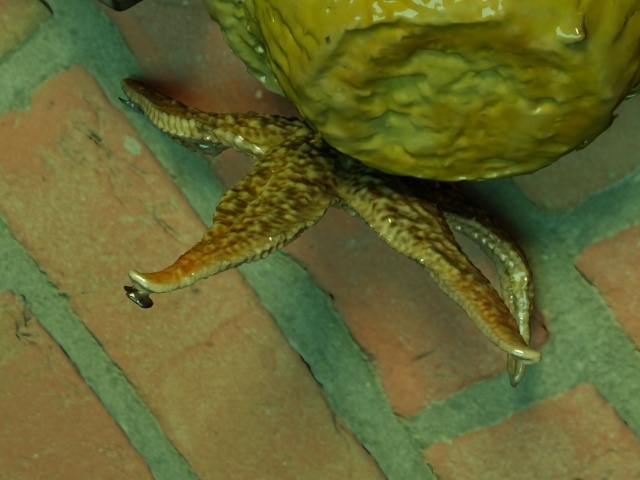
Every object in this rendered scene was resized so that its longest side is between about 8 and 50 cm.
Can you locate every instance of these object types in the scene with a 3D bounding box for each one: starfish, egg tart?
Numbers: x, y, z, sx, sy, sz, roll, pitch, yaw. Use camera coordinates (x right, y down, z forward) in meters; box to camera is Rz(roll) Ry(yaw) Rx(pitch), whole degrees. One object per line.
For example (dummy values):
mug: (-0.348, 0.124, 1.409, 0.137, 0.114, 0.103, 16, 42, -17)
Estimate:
starfish: (0.007, -0.009, 1.409, 0.398, 0.384, 0.132, 25, 114, -6)
egg tart: (0.095, -0.161, 1.264, 0.388, 0.169, 0.388, 3, 147, 2)

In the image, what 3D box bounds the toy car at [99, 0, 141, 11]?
toy car: (-0.127, -0.364, 1.303, 0.226, 0.242, 0.336, 31, 127, 13)
